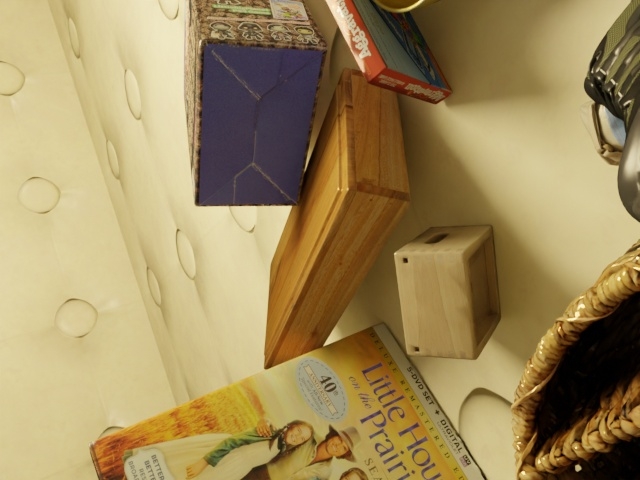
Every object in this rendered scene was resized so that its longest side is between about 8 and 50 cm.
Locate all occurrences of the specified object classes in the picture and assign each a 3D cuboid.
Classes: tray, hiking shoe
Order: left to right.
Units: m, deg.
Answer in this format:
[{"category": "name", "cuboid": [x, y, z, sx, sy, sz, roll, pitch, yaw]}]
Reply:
[{"category": "tray", "cuboid": [0.000, 0.000, 0.763, 0.410, 0.076, 0.202, 113, 162, -49]}, {"category": "hiking shoe", "cuboid": [0.218, -0.094, 0.349, 0.086, 0.226, 0.114, 30, 159, -7]}]

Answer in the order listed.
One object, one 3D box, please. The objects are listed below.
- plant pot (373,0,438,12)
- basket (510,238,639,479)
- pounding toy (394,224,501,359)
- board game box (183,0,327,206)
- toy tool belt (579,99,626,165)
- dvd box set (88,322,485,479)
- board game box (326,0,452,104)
[{"category": "plant pot", "cuboid": [0.108, -0.279, 0.510, 0.134, 0.095, 0.134, 34, 131, 50]}, {"category": "basket", "cuboid": [0.233, 0.111, 0.322, 0.213, 0.223, 0.299, 47, 144, 14]}, {"category": "pounding toy", "cuboid": [0.133, 0.056, 0.611, 0.100, 0.141, 0.129, -2, 104, 31]}, {"category": "board game box", "cuboid": [-0.108, -0.224, 0.773, 0.290, 0.141, 0.231, -108, 23, -45]}, {"category": "toy tool belt", "cuboid": [0.239, -0.081, 0.430, 0.083, 0.052, 0.051, 67, 158, 11]}, {"category": "dvd box set", "cuboid": [-0.019, 0.302, 0.682, 0.307, 0.421, 0.062, 59, 150, 26]}, {"category": "board game box", "cuboid": [0.037, -0.274, 0.588, 0.027, 0.145, 0.281, -34, 73, 35]}]
